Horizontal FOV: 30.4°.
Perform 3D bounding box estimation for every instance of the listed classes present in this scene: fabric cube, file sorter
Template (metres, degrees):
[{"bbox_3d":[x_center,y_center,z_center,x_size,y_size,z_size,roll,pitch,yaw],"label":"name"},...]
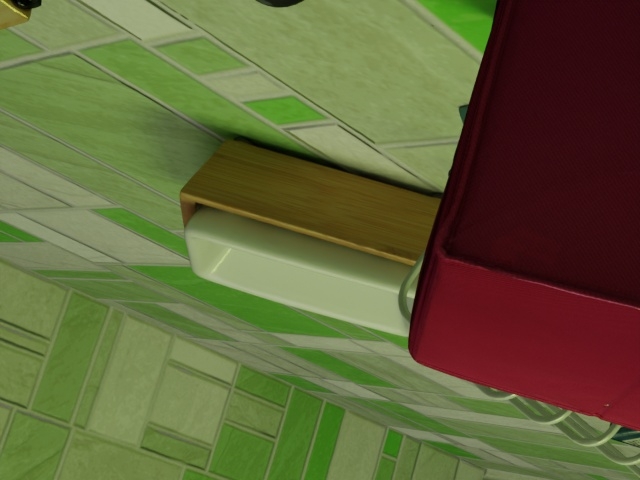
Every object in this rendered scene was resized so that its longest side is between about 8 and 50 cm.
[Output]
[{"bbox_3d":[0.202,-0.039,0.652,0.259,0.254,0.258,15,165,7],"label":"fabric cube"},{"bbox_3d":[0.234,0.077,1.052,0.278,0.173,0.193,30,-172,-40],"label":"file sorter"}]

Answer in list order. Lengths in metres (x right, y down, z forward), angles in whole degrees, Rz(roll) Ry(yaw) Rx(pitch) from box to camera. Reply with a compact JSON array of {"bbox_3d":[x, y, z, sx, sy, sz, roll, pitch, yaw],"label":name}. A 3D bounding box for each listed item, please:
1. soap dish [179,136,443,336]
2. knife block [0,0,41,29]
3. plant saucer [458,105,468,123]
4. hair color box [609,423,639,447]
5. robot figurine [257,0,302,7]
[{"bbox_3d":[0.000,0.000,1.262,0.291,0.118,0.229,17,165,1],"label":"soap dish"},{"bbox_3d":[-0.229,-0.167,0.702,0.242,0.275,0.088,42,-178,36],"label":"knife block"},{"bbox_3d":[0.204,-0.069,0.994,0.192,0.018,0.067,24,164,-30],"label":"plant saucer"},{"bbox_3d":[0.498,0.172,1.239,0.347,0.174,0.105,18,166,-2],"label":"hair color box"},{"bbox_3d":[-0.077,-0.206,0.459,0.209,0.173,0.278,20,-179,5],"label":"robot figurine"}]
